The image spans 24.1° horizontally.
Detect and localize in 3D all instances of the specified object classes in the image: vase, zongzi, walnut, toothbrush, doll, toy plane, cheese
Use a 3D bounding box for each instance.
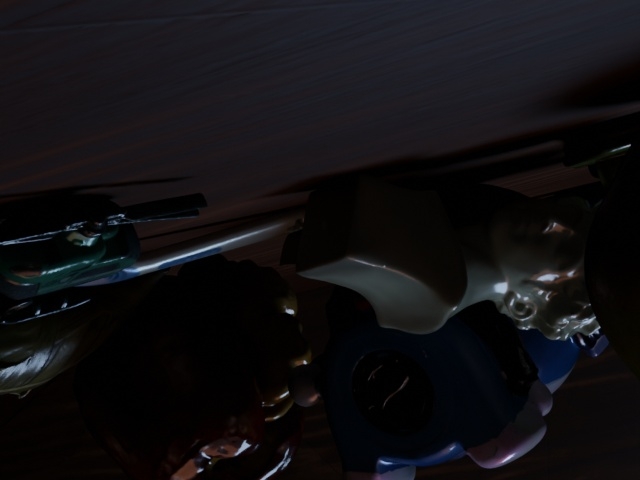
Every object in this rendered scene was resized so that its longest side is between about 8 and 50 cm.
[{"bbox_3d":[0.316,-0.034,1.992,0.211,0.060,0.060,-13,176,-8],"label":"vase"},{"bbox_3d":[-0.255,0.073,1.331,0.204,0.094,0.205,-25,171,17],"label":"zongzi"},{"bbox_3d":[-0.112,0.137,1.482,0.244,0.221,0.269,-39,-137,-7],"label":"walnut"},{"bbox_3d":[-0.181,0.019,1.228,0.386,0.040,0.040,-16,178,-23],"label":"toothbrush"},{"bbox_3d":[0.127,0.078,1.394,0.284,0.240,0.310,-4,-163,29],"label":"doll"},{"bbox_3d":[-0.167,0.008,0.858,0.096,0.060,0.235,-26,173,37],"label":"toy plane"},{"bbox_3d":[-0.001,-0.001,1.472,0.060,0.041,0.084,-7,-163,44],"label":"cheese"}]

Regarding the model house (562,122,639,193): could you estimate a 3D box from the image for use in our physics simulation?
[{"bbox_3d":[0.343,0.022,1.284,0.205,0.278,0.218,-16,177,14],"label":"model house"}]

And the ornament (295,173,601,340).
[{"bbox_3d":[0.118,0.019,1.199,0.285,0.120,0.130,2,170,-18],"label":"ornament"}]

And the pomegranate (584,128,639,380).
[{"bbox_3d":[0.342,-0.004,0.999,0.291,0.290,0.323,-12,167,-22],"label":"pomegranate"}]

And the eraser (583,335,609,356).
[{"bbox_3d":[0.306,0.004,1.473,0.036,0.225,0.082,30,-171,-26],"label":"eraser"}]

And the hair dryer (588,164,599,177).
[{"bbox_3d":[0.307,-0.085,1.500,0.047,0.026,0.083,-14,-176,44],"label":"hair dryer"}]
